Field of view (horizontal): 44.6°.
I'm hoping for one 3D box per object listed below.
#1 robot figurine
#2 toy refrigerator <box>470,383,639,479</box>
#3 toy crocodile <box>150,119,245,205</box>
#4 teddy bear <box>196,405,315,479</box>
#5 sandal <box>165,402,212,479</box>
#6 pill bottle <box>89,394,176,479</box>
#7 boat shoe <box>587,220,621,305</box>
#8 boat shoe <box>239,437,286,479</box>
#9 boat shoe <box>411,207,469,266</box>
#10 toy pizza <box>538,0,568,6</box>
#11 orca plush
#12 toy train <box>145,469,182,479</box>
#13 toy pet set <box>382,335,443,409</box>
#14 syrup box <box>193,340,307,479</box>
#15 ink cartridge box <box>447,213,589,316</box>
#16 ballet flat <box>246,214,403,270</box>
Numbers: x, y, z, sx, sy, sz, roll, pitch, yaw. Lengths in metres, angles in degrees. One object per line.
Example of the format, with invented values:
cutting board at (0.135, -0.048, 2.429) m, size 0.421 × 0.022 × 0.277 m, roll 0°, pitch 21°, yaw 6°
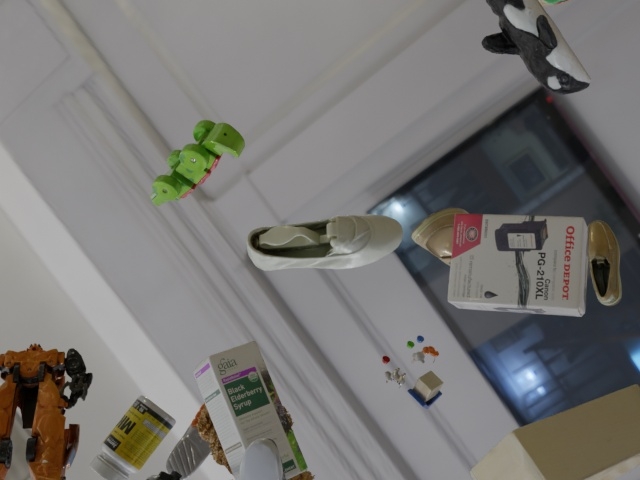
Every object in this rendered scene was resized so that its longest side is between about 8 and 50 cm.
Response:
robot figurine at (-0.499, 0.298, 1.319) m, size 0.211 × 0.085 × 0.291 m, roll 0°, pitch -140°, yaw -11°
toy refrigerator at (0.328, 0.270, 1.004) m, size 0.269 × 0.102 × 0.094 m, roll -8°, pitch -128°, yaw -37°
toy crocodile at (-0.297, -0.172, 1.817) m, size 0.105 × 0.340 × 0.115 m, roll 36°, pitch -135°, yaw -19°
teddy bear at (-0.147, 0.444, 1.619) m, size 0.113 × 0.245 × 0.338 m, roll 48°, pitch -161°, yaw -55°
sandal at (-0.285, 0.481, 1.946) m, size 0.102 × 0.265 × 0.076 m, roll 39°, pitch 167°, yaw 11°
pill bottle at (-0.468, 0.502, 1.940) m, size 0.119 × 0.208 × 0.119 m, roll 32°, pitch 161°, yaw 13°
boat shoe at (0.595, 0.040, 1.647) m, size 0.072 × 0.068 × 0.190 m, roll 24°, pitch -127°, yaw -48°
boat shoe at (-0.060, 0.273, 0.871) m, size 0.040 × 0.049 × 0.142 m, roll -46°, pitch -37°, yaw -57°
boat shoe at (0.298, 0.013, 1.623) m, size 0.302 × 0.109 × 0.098 m, roll 17°, pitch -143°, yaw -53°
toy pizza at (0.386, -0.481, 1.415) m, size 0.201 × 0.201 × 0.032 m, roll 33°, pitch -113°, yaw -44°
orca plush at (0.277, -0.319, 1.150) m, size 0.287 × 0.102 × 0.151 m, roll 45°, pitch -154°, yaw -24°
toy train at (-0.171, 0.508, 1.250) m, size 0.334 × 0.190 × 0.142 m, roll 26°, pitch 158°, yaw -2°
toy pet set at (0.182, 0.260, 1.495) m, size 0.122 × 0.065 × 0.114 m, roll -21°, pitch -126°, yaw -40°
syrup box at (-0.122, 0.301, 1.323) m, size 0.093 × 0.096 × 0.237 m, roll -15°, pitch -105°, yaw -32°
ink cartridge box at (0.368, 0.044, 1.446) m, size 0.100 × 0.237 × 0.172 m, roll 30°, pitch -116°, yaw -65°
ballet flat at (0.000, 0.000, 1.930) m, size 0.139 × 0.400 × 0.139 m, roll -7°, pitch -90°, yaw -77°
